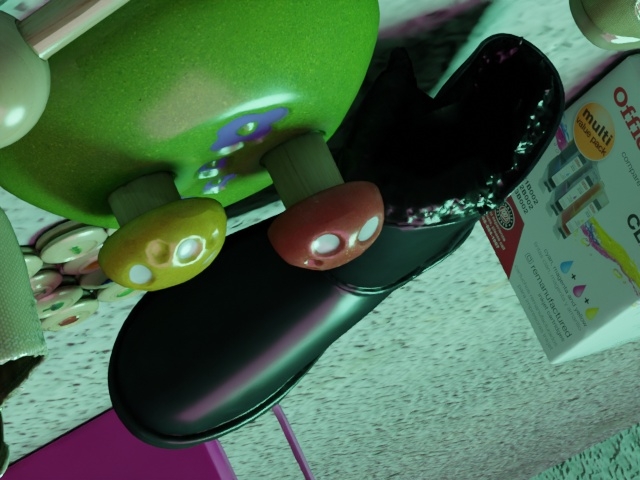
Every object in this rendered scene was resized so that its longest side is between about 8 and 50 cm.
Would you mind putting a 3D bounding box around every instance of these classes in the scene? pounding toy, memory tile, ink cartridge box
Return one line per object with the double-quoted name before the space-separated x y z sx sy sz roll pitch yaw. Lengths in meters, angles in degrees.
"pounding toy" -0.047 -0.037 0.736 0.183 0.110 0.237 -25 165 3
"memory tile" -0.118 0.013 0.982 0.113 0.012 0.148 -25 164 2
"ink cartridge box" 0.207 -0.026 1.124 0.127 0.128 0.176 -12 160 -37

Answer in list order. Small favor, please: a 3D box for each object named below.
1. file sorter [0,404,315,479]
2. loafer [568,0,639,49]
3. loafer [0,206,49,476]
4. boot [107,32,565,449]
"file sorter" -0.146 0.255 1.404 0.291 0.202 0.182 -30 167 19
"loafer" 0.195 -0.128 0.902 0.148 0.056 0.050 -18 170 -23
"loafer" -0.176 0.082 0.686 0.102 0.092 0.268 -15 148 -39
"boot" 0.000 0.000 0.926 0.246 0.094 0.207 -34 171 -16
